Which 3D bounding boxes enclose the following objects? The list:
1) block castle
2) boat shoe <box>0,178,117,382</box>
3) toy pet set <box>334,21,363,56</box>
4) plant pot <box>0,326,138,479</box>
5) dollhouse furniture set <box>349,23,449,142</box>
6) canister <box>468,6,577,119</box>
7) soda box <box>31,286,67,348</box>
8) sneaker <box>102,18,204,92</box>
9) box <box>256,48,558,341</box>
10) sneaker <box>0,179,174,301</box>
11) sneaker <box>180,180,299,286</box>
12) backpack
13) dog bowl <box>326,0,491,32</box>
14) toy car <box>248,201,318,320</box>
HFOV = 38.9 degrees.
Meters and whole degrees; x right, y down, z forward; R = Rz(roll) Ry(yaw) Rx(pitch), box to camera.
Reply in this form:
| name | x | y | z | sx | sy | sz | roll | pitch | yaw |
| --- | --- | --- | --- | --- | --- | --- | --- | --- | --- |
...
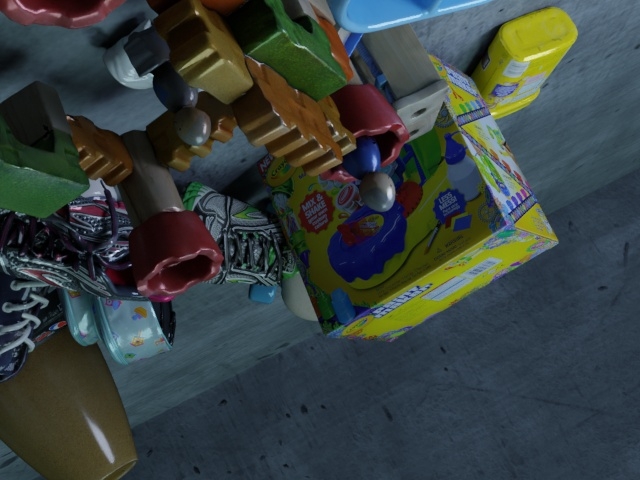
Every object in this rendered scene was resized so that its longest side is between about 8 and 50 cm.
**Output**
| name | x | y | z | sx | sy | sz | roll | pitch | yaw |
| --- | --- | --- | --- | --- | --- | --- | --- | --- | --- |
| block castle | -0.141 | -0.092 | 0.664 | 0.303 | 0.213 | 0.453 | -32 | 158 | 18 |
| boat shoe | -0.359 | 0.068 | 1.075 | 0.340 | 0.158 | 0.127 | -31 | 166 | 16 |
| toy pet set | -0.017 | -0.185 | 0.922 | 0.114 | 0.122 | 0.065 | -61 | 167 | -18 |
| plant pot | -0.432 | 0.307 | 1.546 | 0.237 | 0.254 | 0.237 | -36 | 167 | -10 |
| dollhouse furniture set | 0.024 | -0.161 | 1.022 | 0.183 | 0.129 | 0.129 | -26 | 167 | -8 |
| canister | 0.284 | -0.253 | 1.312 | 0.126 | 0.073 | 0.170 | -23 | 165 | -18 |
| soda box | -0.426 | 0.119 | 1.367 | 0.169 | 0.053 | 0.060 | -32 | 166 | 22 |
| sneaker | -0.130 | -0.170 | 0.857 | 0.061 | 0.054 | 0.152 | -38 | 163 | 29 |
| box | 0.111 | -0.053 | 1.234 | 0.290 | 0.279 | 0.177 | -35 | 155 | 26 |
| sneaker | -0.265 | -0.006 | 0.941 | 0.299 | 0.112 | 0.121 | 14 | 106 | -48 |
| sneaker | -0.108 | -0.002 | 1.239 | 0.146 | 0.134 | 0.343 | 15 | -173 | 15 |
| backpack | -0.270 | 0.073 | 1.205 | 0.144 | 0.188 | 0.166 | -25 | 167 | -11 |
| dog bowl | 0.115 | -0.282 | 0.871 | 0.297 | 0.074 | 0.166 | -20 | 165 | -28 |
| toy car | 0.000 | 0.000 | 1.570 | 0.219 | 0.238 | 0.210 | 10 | 116 | -7 |
